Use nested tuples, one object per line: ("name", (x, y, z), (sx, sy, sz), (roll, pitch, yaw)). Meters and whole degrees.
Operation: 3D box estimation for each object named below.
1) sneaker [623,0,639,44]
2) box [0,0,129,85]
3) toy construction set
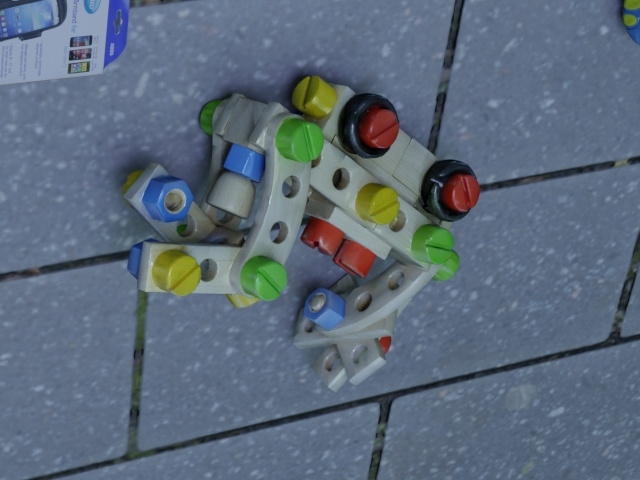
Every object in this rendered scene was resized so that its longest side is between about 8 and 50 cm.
("sneaker", (0.302, -0.241, 1.344), (0.078, 0.067, 0.188), (-16, 134, -49))
("box", (-0.196, -0.146, 1.132), (0.136, 0.028, 0.081), (-10, 130, -28))
("toy construction set", (0.000, 0.000, 1.283), (0.327, 0.151, 0.215), (40, 75, -53))
